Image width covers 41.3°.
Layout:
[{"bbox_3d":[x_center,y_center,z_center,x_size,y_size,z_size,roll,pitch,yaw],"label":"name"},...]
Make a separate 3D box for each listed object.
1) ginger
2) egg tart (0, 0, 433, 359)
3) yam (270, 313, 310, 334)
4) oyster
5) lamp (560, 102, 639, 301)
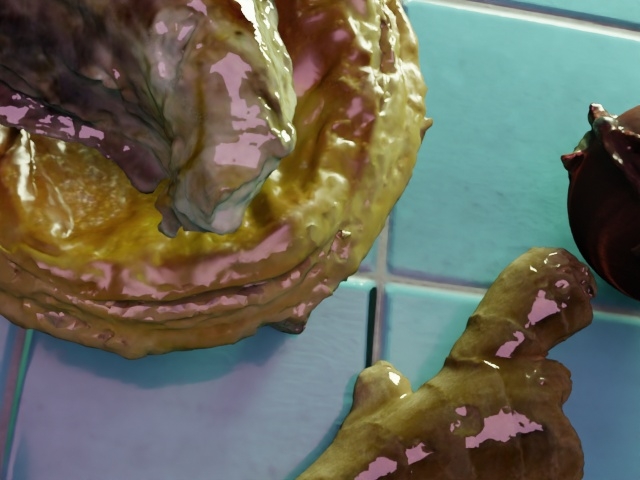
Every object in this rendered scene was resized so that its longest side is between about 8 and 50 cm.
[{"bbox_3d":[0.075,0.136,0.576,0.334,0.081,0.148,-31,80,-11],"label":"ginger"},{"bbox_3d":[-0.100,-0.083,0.575,0.352,0.150,0.352,3,68,-6],"label":"egg tart"},{"bbox_3d":[0.000,0.000,0.629,0.032,0.032,0.145,25,71,-2],"label":"yam"},{"bbox_3d":[-0.129,-0.142,0.471,0.271,0.100,0.275,5,70,14],"label":"oyster"},{"bbox_3d":[0.264,-0.002,0.599,0.215,0.151,0.223,32,42,-21],"label":"lamp"}]
